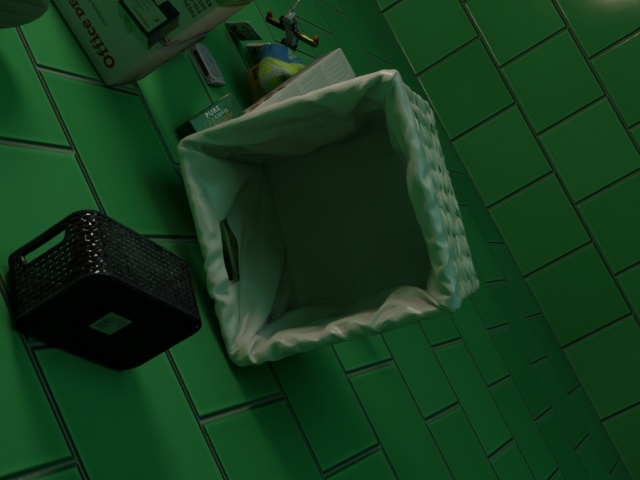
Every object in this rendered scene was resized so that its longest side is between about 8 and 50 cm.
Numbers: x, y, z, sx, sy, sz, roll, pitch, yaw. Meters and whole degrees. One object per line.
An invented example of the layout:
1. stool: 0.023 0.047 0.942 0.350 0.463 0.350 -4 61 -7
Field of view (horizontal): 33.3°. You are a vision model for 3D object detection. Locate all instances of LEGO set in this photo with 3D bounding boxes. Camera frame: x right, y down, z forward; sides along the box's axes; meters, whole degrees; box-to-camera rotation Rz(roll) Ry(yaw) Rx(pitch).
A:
1. LEGO set: -0.052 -0.377 2.073 0.244 0.060 0.182 11 -29 51

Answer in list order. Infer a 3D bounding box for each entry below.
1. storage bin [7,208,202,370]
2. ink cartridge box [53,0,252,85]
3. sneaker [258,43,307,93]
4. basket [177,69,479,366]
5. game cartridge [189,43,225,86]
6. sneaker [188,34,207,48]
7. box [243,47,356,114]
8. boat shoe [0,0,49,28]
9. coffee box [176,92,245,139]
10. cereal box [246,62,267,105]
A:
1. storage bin: -0.225 0.057 1.128 0.180 0.122 0.084 34 32 -52
2. ink cartridge box: -0.232 -0.375 1.511 0.201 0.278 0.117 58 22 -4
3. sneaker: -0.032 -0.302 2.035 0.240 0.091 0.126 33 31 -48
4. basket: 0.021 -0.024 1.501 0.266 0.331 0.328 2 73 -74
5. game cartridge: -0.199 -0.310 1.893 0.083 0.017 0.056 63 23 9
6. sneaker: -0.244 -0.385 1.698 0.151 0.094 0.256 61 -7 -7
7. box: -0.055 -0.239 1.863 0.324 0.063 0.067 -44 110 -42
8. boat shoe: -0.434 -0.336 1.180 0.335 0.121 0.119 17 50 -60
9. coffee box: -0.134 -0.130 1.690 0.184 0.040 0.113 56 47 -10
10. cereal box: -0.048 -0.219 2.087 0.240 0.047 0.173 43 25 -41
